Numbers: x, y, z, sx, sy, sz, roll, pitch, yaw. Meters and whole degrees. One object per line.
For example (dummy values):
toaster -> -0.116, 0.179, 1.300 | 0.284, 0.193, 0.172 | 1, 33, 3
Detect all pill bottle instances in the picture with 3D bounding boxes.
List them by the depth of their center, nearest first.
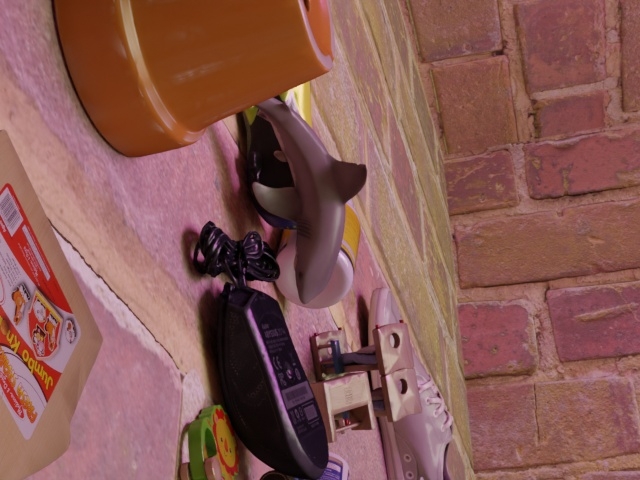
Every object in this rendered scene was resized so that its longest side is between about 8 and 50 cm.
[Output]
pill bottle -> -0.002, 0.313, 1.128 | 0.120, 0.067, 0.067 | -82, 158, -52
pill bottle -> 0.000, 0.000, 1.276 | 0.184, 0.103, 0.103 | -77, 154, -57

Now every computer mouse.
computer mouse -> -0.069, 0.123, 0.998 | 0.188, 0.072, 0.272 | 23, 47, -72

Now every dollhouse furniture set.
dollhouse furniture set -> 0.021, 0.185, 1.279 | 0.183, 0.129, 0.129 | -6, 85, -47

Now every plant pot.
plant pot -> -0.093, -0.188, 0.824 | 0.205, 0.187, 0.205 | -9, 90, -77

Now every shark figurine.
shark figurine -> -0.009, -0.089, 1.060 | 0.166, 0.116, 0.278 | -44, 118, -38

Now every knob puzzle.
knob puzzle -> -0.197, 0.055, 0.561 | 0.213, 0.030, 0.213 | -9, 90, -78

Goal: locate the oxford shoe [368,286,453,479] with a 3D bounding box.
oxford shoe -> 0.170, 0.299, 1.744 | 0.169, 0.130, 0.450 | -26, 105, -75

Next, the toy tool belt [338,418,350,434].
toy tool belt -> 0.054, 0.253, 1.443 | 0.083, 0.051, 0.052 | -63, 142, -68

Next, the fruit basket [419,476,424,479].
fruit basket -> 0.180, 0.591, 1.505 | 0.327, 0.165, 0.353 | 64, 25, -52

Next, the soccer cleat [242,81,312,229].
soccer cleat -> -0.050, -0.150, 1.212 | 0.121, 0.093, 0.289 | 60, 27, -69

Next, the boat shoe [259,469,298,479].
boat shoe -> -0.048, 0.304, 0.939 | 0.066, 0.066, 0.183 | 62, 23, -51

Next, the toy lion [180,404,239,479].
toy lion -> -0.098, 0.194, 0.892 | 0.100, 0.034, 0.096 | 62, 16, -53
